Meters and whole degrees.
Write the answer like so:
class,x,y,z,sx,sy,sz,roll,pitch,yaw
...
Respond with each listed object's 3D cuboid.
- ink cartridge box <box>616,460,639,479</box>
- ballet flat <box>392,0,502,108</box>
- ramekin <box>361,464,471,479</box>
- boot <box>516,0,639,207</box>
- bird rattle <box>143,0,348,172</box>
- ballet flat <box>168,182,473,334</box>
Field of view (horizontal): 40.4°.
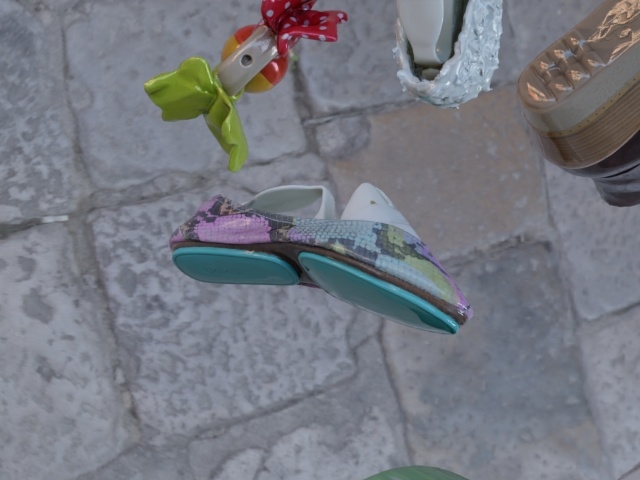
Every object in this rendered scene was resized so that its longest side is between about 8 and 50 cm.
class,x,y,z,sx,sy,sz,roll,pitch,yaw
ink cartridge box,0.265,0.162,0.332,0.308,0.385,0.091,34,76,0
ballet flat,0.133,-0.336,0.895,0.147,0.147,0.408,-11,107,-31
ramekin,0.093,0.348,0.756,0.303,0.148,0.303,-7,104,-31
boot,0.253,-0.116,0.539,0.207,0.248,0.090,22,43,-54
bird rattle,-0.080,-0.221,1.012,0.143,0.207,0.253,37,102,-10
ballet flat,0.000,0.000,0.557,0.077,0.222,0.079,52,55,-48
